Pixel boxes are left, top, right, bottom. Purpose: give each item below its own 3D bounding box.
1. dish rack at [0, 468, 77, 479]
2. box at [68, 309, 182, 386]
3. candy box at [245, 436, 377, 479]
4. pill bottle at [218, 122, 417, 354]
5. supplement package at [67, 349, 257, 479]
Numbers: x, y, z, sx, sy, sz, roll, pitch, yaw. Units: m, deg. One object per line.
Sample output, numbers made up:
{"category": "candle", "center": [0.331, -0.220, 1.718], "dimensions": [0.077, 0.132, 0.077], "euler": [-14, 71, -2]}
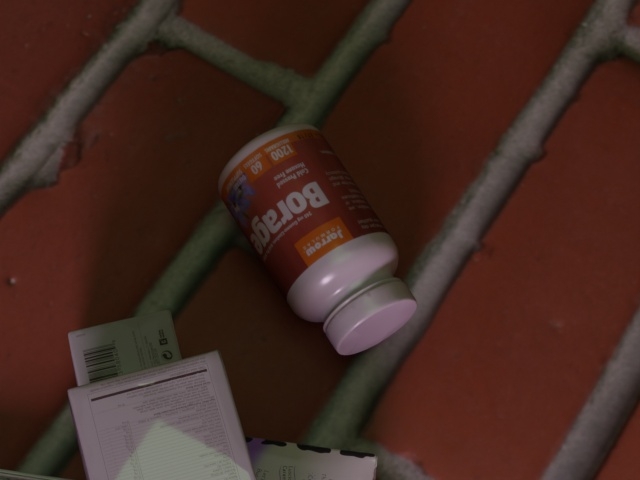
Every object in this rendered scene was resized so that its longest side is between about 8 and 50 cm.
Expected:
{"category": "dish rack", "center": [-0.331, 0.325, 1.407], "dimensions": [0.333, 0.072, 0.285], "euler": [9, 63, -1]}
{"category": "box", "center": [-0.178, 0.135, 1.499], "dimensions": [0.102, 0.087, 0.101], "euler": [-12, 65, -10]}
{"category": "candy box", "center": [-0.054, 0.269, 1.451], "dimensions": [0.196, 0.070, 0.165], "euler": [8, 63, 1]}
{"category": "pill bottle", "center": [0.000, 0.000, 1.559], "dimensions": [0.121, 0.121, 0.216], "euler": [-27, 68, -16]}
{"category": "supplement package", "center": [-0.117, 0.241, 1.346], "dimensions": [0.139, 0.134, 0.244], "euler": [-14, 64, -9]}
